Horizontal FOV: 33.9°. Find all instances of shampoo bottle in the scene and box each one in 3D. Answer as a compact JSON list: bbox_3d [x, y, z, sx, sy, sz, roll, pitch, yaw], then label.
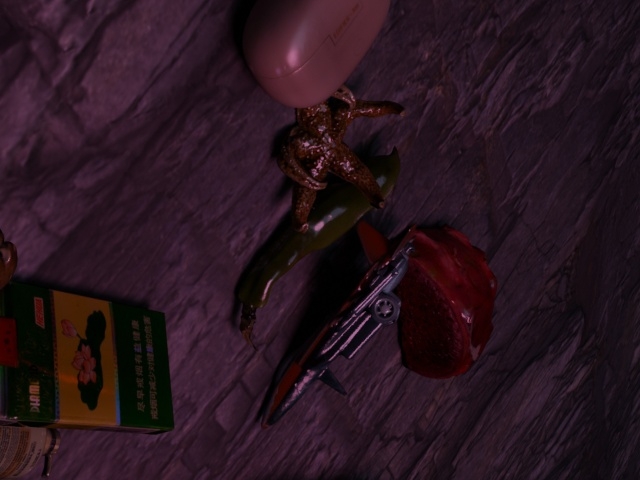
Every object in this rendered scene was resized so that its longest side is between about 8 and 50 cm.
[{"bbox_3d":[-0.308,0.182,0.978,0.162,0.079,0.079,22,91,-55],"label":"shampoo bottle"}]

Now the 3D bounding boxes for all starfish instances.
[{"bbox_3d":[0.018,-0.094,1.239,0.146,0.074,0.190,23,88,-38],"label":"starfish"}]

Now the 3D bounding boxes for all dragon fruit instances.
[{"bbox_3d":[0.191,0.100,1.545,0.163,0.189,0.261,-15,130,-12],"label":"dragon fruit"}]

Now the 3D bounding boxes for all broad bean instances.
[{"bbox_3d":[-0.004,-0.006,1.296,0.318,0.056,0.098,-50,145,-15],"label":"broad bean"}]

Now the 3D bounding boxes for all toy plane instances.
[{"bbox_3d":[0.031,0.118,1.366,0.326,0.104,0.223,-60,173,-3],"label":"toy plane"}]

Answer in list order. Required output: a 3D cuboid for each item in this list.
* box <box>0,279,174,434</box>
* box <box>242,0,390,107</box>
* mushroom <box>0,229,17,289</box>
[{"bbox_3d":[-0.234,0.118,1.024,0.235,0.034,0.132,19,59,-56],"label":"box"},{"bbox_3d":[-0.002,-0.240,1.135,0.200,0.088,0.146,-57,143,-16],"label":"box"},{"bbox_3d":[-0.312,-0.034,0.882,0.061,0.060,0.187,-30,124,-20],"label":"mushroom"}]
